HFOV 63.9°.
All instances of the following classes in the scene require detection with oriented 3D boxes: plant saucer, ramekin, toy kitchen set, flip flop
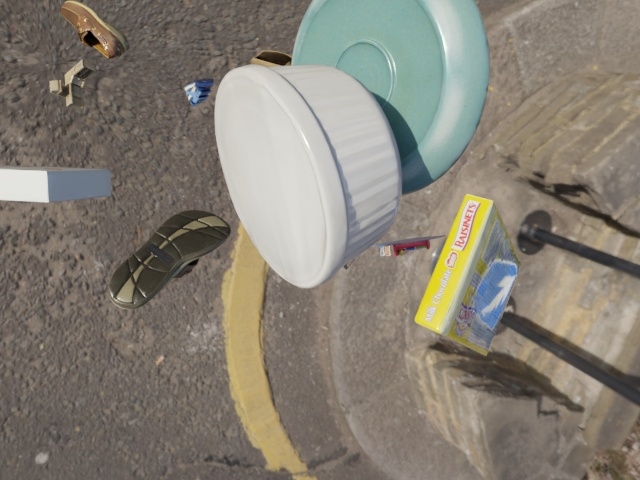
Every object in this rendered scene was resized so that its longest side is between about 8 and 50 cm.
[{"bbox_3d":[0.065,-0.212,0.681,0.043,0.317,0.318,-18,116,-44],"label":"plant saucer"},{"bbox_3d":[-0.015,-0.087,0.633,0.127,0.272,0.273,-23,116,-25],"label":"ramekin"},{"bbox_3d":[-0.549,-0.350,1.141,0.068,0.075,0.083,11,63,-55],"label":"toy kitchen set"},{"bbox_3d":[-0.295,0.038,1.016,0.277,0.112,0.080,-48,167,-32],"label":"flip flop"}]

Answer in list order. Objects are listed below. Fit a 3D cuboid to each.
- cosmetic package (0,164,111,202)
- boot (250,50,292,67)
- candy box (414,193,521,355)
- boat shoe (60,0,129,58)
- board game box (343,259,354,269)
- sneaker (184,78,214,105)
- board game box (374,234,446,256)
[{"bbox_3d":[-0.888,-0.177,1.561,0.376,0.284,0.098,4,101,12],"label":"cosmetic package"},{"bbox_3d":[-0.043,-0.330,1.139,0.112,0.305,0.115,-44,150,-32],"label":"boot"},{"bbox_3d":[0.140,0.042,0.457,0.206,0.027,0.105,32,82,-59],"label":"candy box"},{"bbox_3d":[-0.502,-0.459,1.118,0.178,0.064,0.060,36,65,7],"label":"boat shoe"},{"bbox_3d":[0.000,0.000,1.433,0.048,0.170,0.141,-53,142,-18],"label":"board game box"},{"bbox_3d":[-0.340,-0.426,1.466,0.053,0.144,0.059,-15,98,-33],"label":"sneaker"},{"bbox_3d":[0.204,0.016,1.168,0.133,0.168,0.033,-10,92,-29],"label":"board game box"}]
